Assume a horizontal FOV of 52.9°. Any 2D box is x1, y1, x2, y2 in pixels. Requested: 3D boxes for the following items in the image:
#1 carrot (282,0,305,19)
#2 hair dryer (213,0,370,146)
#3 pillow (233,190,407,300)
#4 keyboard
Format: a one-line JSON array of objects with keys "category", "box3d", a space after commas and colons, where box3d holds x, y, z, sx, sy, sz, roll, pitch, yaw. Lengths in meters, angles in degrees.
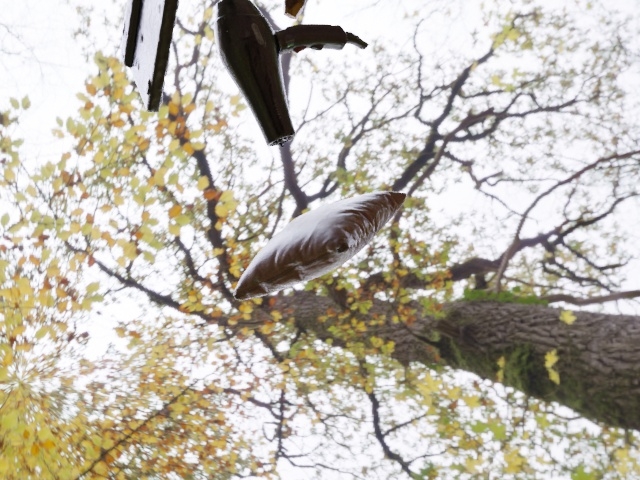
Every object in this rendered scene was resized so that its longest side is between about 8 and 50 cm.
[{"category": "carrot", "box3d": [-0.034, -0.502, 1.203, 0.042, 0.042, 0.171, 13, -86, -22]}, {"category": "hair dryer", "box3d": [-0.018, -0.280, 1.003, 0.271, 0.091, 0.236, -20, -93, -25]}, {"category": "pillow", "box3d": [0.000, 0.000, 0.978, 0.084, 0.223, 0.236, 60, -143, -12]}, {"category": "keyboard", "box3d": [-0.112, -0.249, 0.471, 0.018, 0.310, 0.101, -6, -134, -31]}]
